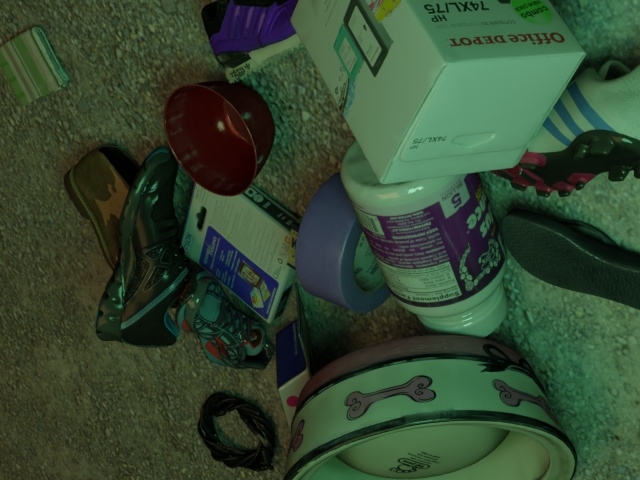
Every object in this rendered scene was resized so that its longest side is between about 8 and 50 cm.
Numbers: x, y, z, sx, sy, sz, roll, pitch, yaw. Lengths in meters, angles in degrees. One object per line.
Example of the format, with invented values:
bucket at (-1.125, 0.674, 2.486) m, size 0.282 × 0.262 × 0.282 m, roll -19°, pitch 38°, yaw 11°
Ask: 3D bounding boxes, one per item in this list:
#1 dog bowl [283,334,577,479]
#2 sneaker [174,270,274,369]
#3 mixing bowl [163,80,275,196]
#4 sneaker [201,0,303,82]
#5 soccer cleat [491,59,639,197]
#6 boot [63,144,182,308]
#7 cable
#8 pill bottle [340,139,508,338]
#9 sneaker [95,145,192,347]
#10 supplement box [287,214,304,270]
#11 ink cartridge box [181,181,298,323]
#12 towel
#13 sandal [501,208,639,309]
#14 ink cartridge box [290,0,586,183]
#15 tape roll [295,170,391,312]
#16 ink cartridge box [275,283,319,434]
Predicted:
dog bowl at (0.142, 0.276, 1.851) m, size 0.408 × 0.408 × 0.150 m, roll 126°, pitch 145°, yaw -48°
sneaker at (-0.144, 0.134, 2.170) m, size 0.125 × 0.104 × 0.262 m, roll 16°, pitch 160°, yaw 24°
mixing bowl at (-0.134, -0.166, 1.976) m, size 0.181 × 0.098 × 0.181 m, roll 24°, pitch 132°, yaw 30°
sneaker at (-0.070, -0.322, 1.802) m, size 0.293 × 0.102 × 0.146 m, roll -20°, pitch 103°, yaw 48°
soccer cleat at (0.310, -0.138, 1.593) m, size 0.116 × 0.143 × 0.331 m, roll 28°, pitch 167°, yaw -21°
boot at (-0.310, -0.024, 2.245) m, size 0.115 × 0.112 × 0.305 m, roll -38°, pitch 88°, yaw 39°
cable at (-0.160, 0.345, 2.406) m, size 0.184 × 0.047 × 0.150 m, roll 12°, pitch 125°, yaw 38°
pill bottle at (0.150, -0.007, 1.750) m, size 0.169 × 0.169 × 0.301 m, roll 11°, pitch 141°, yaw 38°
sneaker at (-0.265, 0.013, 2.162) m, size 0.140 × 0.125 × 0.340 m, roll 14°, pitch 109°, yaw -2°
supplement box at (0.000, 0.000, 1.981) m, size 0.056 × 0.083 × 0.083 m, roll 30°, pitch 134°, yaw 25°
ink cartridge box at (-0.124, 0.000, 2.126) m, size 0.208 × 0.045 × 0.206 m, roll 37°, pitch 138°, yaw 16°
towel at (-0.497, -0.299, 2.282) m, size 0.152 × 0.023 × 0.113 m, roll -13°, pitch 106°, yaw 49°
sandal at (0.352, 0.026, 1.707) m, size 0.255 × 0.054 × 0.097 m, roll 24°, pitch 140°, yaw 16°
ink cartridge box at (0.128, -0.233, 1.533) m, size 0.270 × 0.198 × 0.197 m, roll 63°, pitch 145°, yaw 30°
tape roll at (0.052, 0.000, 1.853) m, size 0.080 × 0.189 × 0.189 m, roll 19°, pitch 129°, yaw 33°
ink cartridge box at (-0.019, 0.271, 2.131) m, size 0.069 × 0.175 × 0.370 m, roll -11°, pitch 115°, yaw 2°
